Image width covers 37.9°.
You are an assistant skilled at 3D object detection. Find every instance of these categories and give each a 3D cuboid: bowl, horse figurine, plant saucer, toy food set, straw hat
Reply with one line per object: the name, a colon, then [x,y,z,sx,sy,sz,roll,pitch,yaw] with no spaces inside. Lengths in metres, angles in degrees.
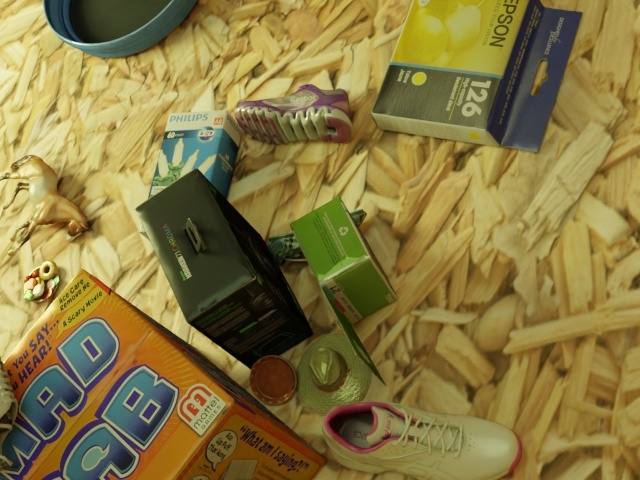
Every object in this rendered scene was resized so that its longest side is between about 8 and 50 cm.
bowl: [-0.433,-0.577,2.075,0.391,0.077,0.391,-9,63,18]
horse figurine: [-0.585,-0.087,1.909,0.174,0.066,0.263,-32,61,11]
plant saucer: [-0.079,0.235,1.572,0.083,0.013,0.083,0,90,14]
toy food set: [-0.551,0.084,1.839,0.083,0.020,0.082,-23,60,9]
straw hat: [0.010,0.211,1.537,0.144,0.061,0.144,-8,63,17]

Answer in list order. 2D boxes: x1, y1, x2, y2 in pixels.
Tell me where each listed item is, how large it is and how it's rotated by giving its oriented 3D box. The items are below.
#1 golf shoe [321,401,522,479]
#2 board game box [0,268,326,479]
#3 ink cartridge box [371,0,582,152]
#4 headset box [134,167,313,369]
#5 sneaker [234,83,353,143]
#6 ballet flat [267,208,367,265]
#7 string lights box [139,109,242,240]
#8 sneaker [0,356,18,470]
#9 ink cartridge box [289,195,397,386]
golf shoe: [0.143,0.302,1.397,0.306,0.140,0.115,-1,64,19]
board game box: [-0.280,0.332,1.416,0.356,0.356,0.356,34,81,32]
ink cartridge box: [0.281,-0.323,1.687,0.307,0.072,0.303,11,70,27]
headset box: [-0.162,0.049,1.552,0.131,0.283,0.246,-33,58,4]
sneaker: [-0.045,-0.248,1.768,0.236,0.095,0.104,3,60,17]
ballet flat: [0.000,0.000,1.650,0.188,0.070,0.070,-18,61,15]
string lights box: [-0.245,-0.117,1.784,0.133,0.077,0.259,0,65,22]
sneaker: [-0.468,0.213,1.302,0.095,0.090,0.235,-7,65,5]
ink cartridge box: [0.066,0.085,1.503,0.097,0.189,0.255,-30,60,4]
